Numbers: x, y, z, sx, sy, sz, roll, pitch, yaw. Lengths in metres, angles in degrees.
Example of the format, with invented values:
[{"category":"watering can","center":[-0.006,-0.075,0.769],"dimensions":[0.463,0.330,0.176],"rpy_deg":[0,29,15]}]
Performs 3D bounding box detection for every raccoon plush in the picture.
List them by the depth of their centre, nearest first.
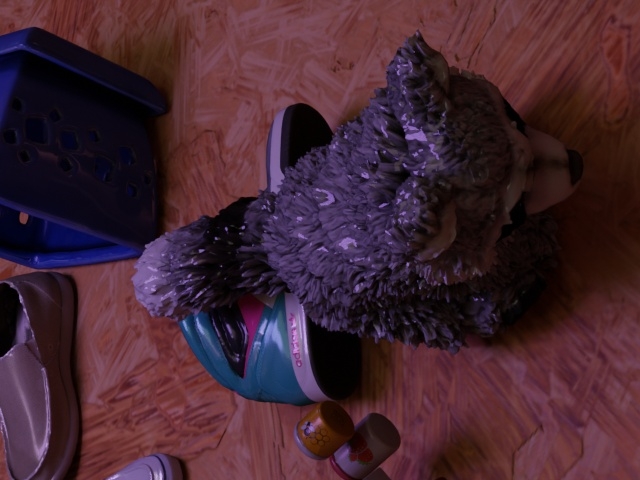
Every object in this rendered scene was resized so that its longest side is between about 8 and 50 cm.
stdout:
[{"category":"raccoon plush","center":[0.000,0.000,1.277],"dimensions":[0.446,0.299,0.216],"rpy_deg":[-25,73,17]}]

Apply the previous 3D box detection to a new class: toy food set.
[{"category":"toy food set","center":[0.052,0.248,1.343],"dimensions":[0.232,0.111,0.104],"rpy_deg":[49,118,8]}]

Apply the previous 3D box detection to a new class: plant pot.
[{"category":"plant pot","center":[-0.324,-0.104,1.781],"dimensions":[0.236,0.236,0.212],"rpy_deg":[-6,68,47]}]

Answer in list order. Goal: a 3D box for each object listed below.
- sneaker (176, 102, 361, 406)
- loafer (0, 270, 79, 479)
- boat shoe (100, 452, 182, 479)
[{"category":"sneaker","center":[-0.060,0.025,1.544],"dimensions":[0.178,0.124,0.295],"rpy_deg":[-16,68,33]},{"category":"loafer","center":[-0.339,0.160,1.813],"dimensions":[0.102,0.092,0.268],"rpy_deg":[-25,61,40]},{"category":"boat shoe","center":[-0.236,0.300,1.672],"dimensions":[0.226,0.076,0.083],"rpy_deg":[-46,49,28]}]
